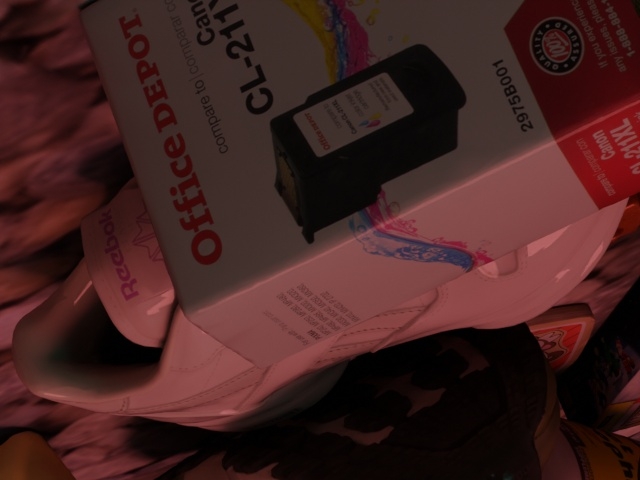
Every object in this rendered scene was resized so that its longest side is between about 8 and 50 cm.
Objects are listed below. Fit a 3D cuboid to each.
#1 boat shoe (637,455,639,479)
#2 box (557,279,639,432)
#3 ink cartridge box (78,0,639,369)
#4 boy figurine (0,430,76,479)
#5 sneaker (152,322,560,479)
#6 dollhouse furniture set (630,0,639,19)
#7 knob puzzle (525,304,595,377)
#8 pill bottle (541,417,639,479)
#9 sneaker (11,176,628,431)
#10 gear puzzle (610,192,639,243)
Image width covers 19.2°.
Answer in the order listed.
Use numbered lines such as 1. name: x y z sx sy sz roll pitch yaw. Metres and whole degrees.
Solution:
1. boat shoe: 0.295 0.090 1.078 0.130 0.132 0.355 -12 176 39
2. box: 0.261 0.051 1.215 0.159 0.044 0.233 -14 157 -19
3. ink cartridge box: 0.022 -0.052 0.641 0.175 0.127 0.072 -26 157 10
4. boy figurine: -0.255 0.176 0.970 0.285 0.092 0.177 -19 158 -9
5. sneaker: 0.040 0.152 0.952 0.158 0.182 0.410 -33 180 -19
6. dollhouse furniture set: 0.052 -0.155 0.337 0.151 0.197 0.301 -13 156 -25
7. knob puzzle: 0.090 0.097 1.186 0.213 0.030 0.213 -18 157 -8
8. pill bottle: 0.161 0.176 1.211 0.117 0.117 0.215 -33 150 26
9. sneaker: 0.000 0.000 0.760 0.305 0.114 0.152 -36 155 33
10. gear puzzle: 0.184 -0.045 0.920 0.339 0.044 0.175 -19 158 -6
